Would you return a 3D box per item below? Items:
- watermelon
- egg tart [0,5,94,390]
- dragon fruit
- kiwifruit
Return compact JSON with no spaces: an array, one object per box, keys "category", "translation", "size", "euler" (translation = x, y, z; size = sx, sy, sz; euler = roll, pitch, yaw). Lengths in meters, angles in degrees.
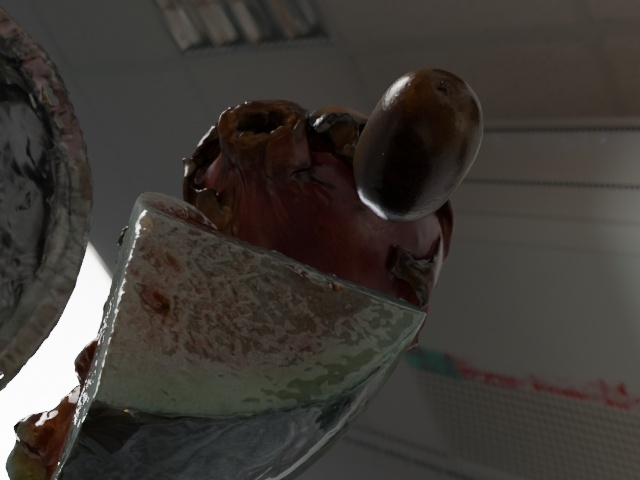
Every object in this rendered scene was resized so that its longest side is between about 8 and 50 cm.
[{"category":"watermelon","translation":[-0.104,0.074,0.827],"size":[0.289,0.320,0.214],"euler":[5,65,-74]},{"category":"egg tart","translation":[-0.205,-0.025,0.559],"size":[0.234,0.234,0.094],"euler":[55,-27,-5]},{"category":"dragon fruit","translation":[0.000,-0.002,1.217],"size":[0.250,0.250,0.315],"euler":[45,-25,17]},{"category":"kiwifruit","translation":[0.063,-0.061,0.881],"size":[0.075,0.075,0.124],"euler":[45,-34,16]}]
